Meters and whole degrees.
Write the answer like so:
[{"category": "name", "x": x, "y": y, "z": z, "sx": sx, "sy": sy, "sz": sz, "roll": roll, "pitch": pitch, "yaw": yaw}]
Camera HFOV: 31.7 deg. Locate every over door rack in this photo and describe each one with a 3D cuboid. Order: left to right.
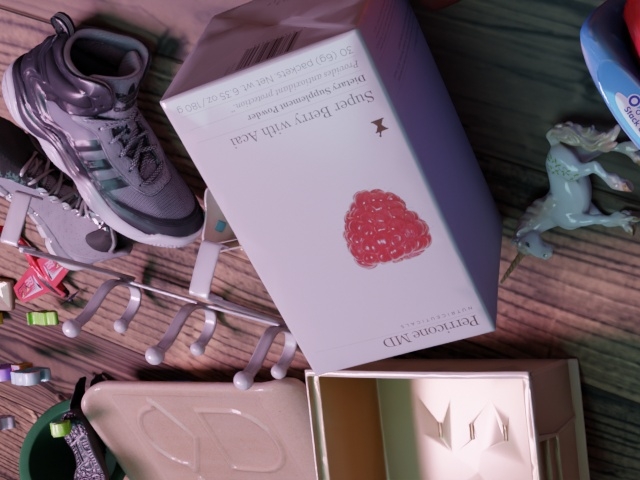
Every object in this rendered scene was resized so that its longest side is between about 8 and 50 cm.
[{"category": "over door rack", "x": -0.179, "y": 0.072, "z": 1.216, "sx": 0.239, "sy": 0.108, "sz": 0.324, "roll": 14, "pitch": 164, "yaw": 18}]

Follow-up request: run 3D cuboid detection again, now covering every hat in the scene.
[{"category": "hat", "x": -0.332, "y": 0.338, "z": 1.676, "sx": 0.208, "sy": 0.173, "sz": 0.183, "roll": 57, "pitch": 179, "yaw": 33}]

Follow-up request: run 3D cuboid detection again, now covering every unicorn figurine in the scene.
[{"category": "unicorn figurine", "x": 0.223, "y": -0.035, "z": 0.987, "sx": 0.111, "sy": 0.060, "sz": 0.162, "roll": 11, "pitch": 117, "yaw": 26}]

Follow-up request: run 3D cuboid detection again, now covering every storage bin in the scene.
[{"category": "storage bin", "x": 0.135, "y": 0.253, "z": 1.172, "sx": 0.262, "sy": 0.123, "sz": 0.260, "roll": -5, "pitch": 92, "yaw": 36}]

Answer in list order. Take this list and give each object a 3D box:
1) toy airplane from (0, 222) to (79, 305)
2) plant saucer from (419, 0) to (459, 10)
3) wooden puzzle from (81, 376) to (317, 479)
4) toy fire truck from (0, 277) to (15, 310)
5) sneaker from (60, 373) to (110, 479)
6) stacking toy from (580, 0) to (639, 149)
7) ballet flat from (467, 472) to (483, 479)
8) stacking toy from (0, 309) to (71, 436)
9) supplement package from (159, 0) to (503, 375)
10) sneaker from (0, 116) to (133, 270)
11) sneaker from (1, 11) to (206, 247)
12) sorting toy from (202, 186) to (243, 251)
[{"category": "toy airplane", "x": -0.373, "y": 0.026, "z": 1.457, "sx": 0.151, "sy": 0.028, "sz": 0.151, "roll": 17, "pitch": 134, "yaw": 19}, {"category": "plant saucer", "x": 0.107, "y": -0.305, "z": 0.816, "sx": 0.259, "sy": 0.048, "sz": 0.258, "roll": -16, "pitch": 118, "yaw": 41}, {"category": "wooden puzzle", "x": -0.106, "y": 0.293, "z": 1.495, "sx": 0.347, "sy": 0.080, "sz": 0.322, "roll": -8, "pitch": 123, "yaw": 33}, {"category": "toy fire truck", "x": -0.549, "y": 0.027, "z": 1.504, "sx": 0.158, "sy": 0.246, "sz": 0.217, "roll": 45, "pitch": 134, "yaw": 44}, {"category": "sneaker", "x": -0.312, "y": 0.276, "z": 1.554, "sx": 0.051, "sy": 0.089, "sz": 0.170, "roll": -13, "pitch": 96, "yaw": 16}, {"category": "stacking toy", "x": 0.335, "y": -0.169, "z": 0.735, "sx": 0.175, "sy": 0.166, "sz": 0.302, "roll": 49, "pitch": 123, "yaw": -1}, {"category": "ballet flat", "x": 0.164, "y": 0.329, "z": 1.312, "sx": 0.107, "sy": 0.106, "sz": 0.316, "roll": 19, "pitch": 143, "yaw": -14}, {"category": "stacking toy", "x": -0.415, "y": 0.181, "z": 1.533, "sx": 0.221, "sy": 0.052, "sz": 0.167, "roll": -5, "pitch": 93, "yaw": 47}, {"category": "supplement package", "x": 0.026, "y": -0.061, "z": 0.968, "sx": 0.177, "sy": 0.175, "sz": 0.293, "roll": -17, "pitch": 119, "yaw": 21}, {"category": "sneaker", "x": -0.287, "y": -0.062, "z": 1.289, "sx": 0.132, "sy": 0.086, "sz": 0.229, "roll": -6, "pitch": 134, "yaw": 32}, {"category": "sneaker", "x": -0.204, "y": -0.112, "z": 1.158, "sx": 0.268, "sy": 0.101, "sz": 0.153, "roll": 45, "pitch": 141, "yaw": -7}, {"category": "sorting toy", "x": -0.090, "y": -0.027, "z": 1.206, "sx": 0.083, "sy": 0.045, "sz": 0.075, "roll": -12, "pitch": 109, "yaw": 5}]
